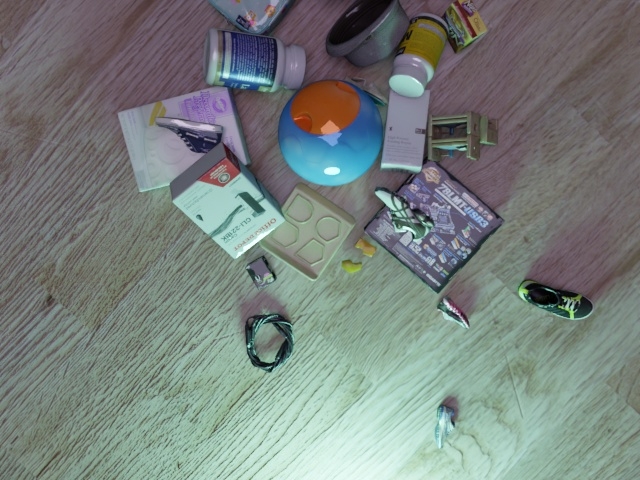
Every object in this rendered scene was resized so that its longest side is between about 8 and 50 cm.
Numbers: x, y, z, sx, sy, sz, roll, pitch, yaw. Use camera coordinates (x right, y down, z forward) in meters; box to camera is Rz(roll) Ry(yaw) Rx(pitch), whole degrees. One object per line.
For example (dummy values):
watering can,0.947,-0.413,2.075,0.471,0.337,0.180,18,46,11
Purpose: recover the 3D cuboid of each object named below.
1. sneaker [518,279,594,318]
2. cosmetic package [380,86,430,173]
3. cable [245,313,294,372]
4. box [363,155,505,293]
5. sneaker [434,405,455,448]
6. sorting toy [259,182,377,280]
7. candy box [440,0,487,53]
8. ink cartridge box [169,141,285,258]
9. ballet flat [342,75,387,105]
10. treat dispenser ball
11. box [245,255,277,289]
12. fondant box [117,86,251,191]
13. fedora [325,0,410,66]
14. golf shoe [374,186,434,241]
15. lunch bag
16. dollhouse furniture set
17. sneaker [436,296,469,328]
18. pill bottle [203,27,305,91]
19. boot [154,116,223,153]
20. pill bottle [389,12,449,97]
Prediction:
sneaker,0.693,0.184,1.846,0.235,0.097,0.084,15,98,1
cosmetic package,0.239,-0.310,1.780,0.117,0.085,0.231,6,82,4
cable,-0.155,0.316,1.937,0.151,0.047,0.184,-5,95,-2
box,0.330,-0.045,1.847,0.295,0.073,0.293,40,97,-2
sneaker,0.387,0.579,1.938,0.058,0.052,0.135,5,98,-2
sorting toy,0.000,0.000,1.890,0.307,0.041,0.229,34,93,-2
candy box,0.384,-0.585,1.715,0.053,0.186,0.109,-30,94,3
ink cartridge box,-0.260,-0.108,1.785,0.197,0.114,0.273,-37,126,8
ballet flat,0.127,-0.431,1.787,0.168,0.057,0.052,27,86,29
treat dispenser ball,0.028,-0.293,1.721,0.288,0.288,0.288,0,98,3
box,-0.179,0.097,1.901,0.062,0.052,0.083,-29,94,5
fondant box,-0.394,-0.297,1.839,0.330,0.096,0.238,-14,96,3
fedora,0.148,-0.582,1.731,0.275,0.243,0.124,-41,123,14
golf shoe,0.223,-0.074,1.779,0.198,0.077,0.094,37,98,1
lunch bag,-0.180,-0.721,1.765,0.224,0.108,0.279,39,98,-3
dollhouse furniture set,0.405,-0.285,1.780,0.129,0.184,0.129,3,93,38
sneaker,0.399,0.227,1.899,0.057,0.047,0.119,-43,90,22
pill bottle,-0.184,-0.494,1.744,0.265,0.153,0.153,2,98,-19
boot,-0.371,-0.292,1.755,0.190,0.069,0.086,9,102,0
pill bottle,0.269,-0.507,1.729,0.119,0.119,0.208,22,72,0
